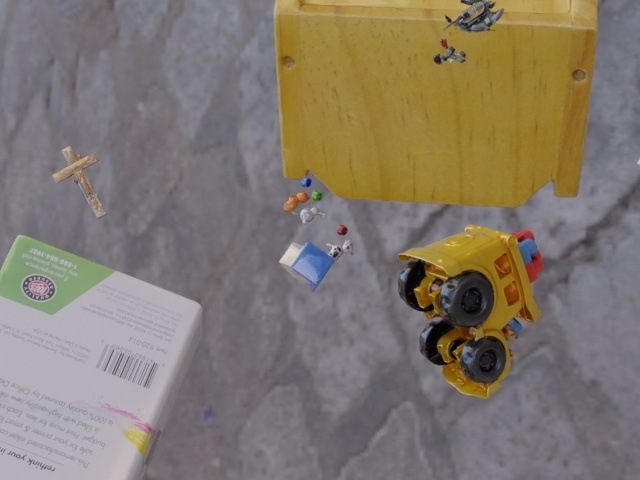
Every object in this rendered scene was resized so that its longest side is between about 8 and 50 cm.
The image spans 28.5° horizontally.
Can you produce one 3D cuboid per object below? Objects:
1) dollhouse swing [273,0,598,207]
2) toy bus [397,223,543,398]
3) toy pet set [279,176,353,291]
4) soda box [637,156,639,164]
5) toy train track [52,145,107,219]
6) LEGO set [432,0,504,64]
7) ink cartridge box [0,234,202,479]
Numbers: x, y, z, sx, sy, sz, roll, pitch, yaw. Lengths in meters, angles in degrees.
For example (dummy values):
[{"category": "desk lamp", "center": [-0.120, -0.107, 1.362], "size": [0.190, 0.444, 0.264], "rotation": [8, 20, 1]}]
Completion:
[{"category": "dollhouse swing", "center": [0.140, -0.258, 1.503], "size": [0.305, 0.347, 0.315], "rotation": [-79, -10, -52]}, {"category": "toy bus", "center": [0.242, 0.083, 1.800], "size": [0.149, 0.211, 0.220], "rotation": [16, 129, 61]}, {"category": "toy pet set", "center": [0.000, 0.000, 1.642], "size": [0.065, 0.122, 0.114], "rotation": [18, 67, 43]}, {"category": "soda box", "center": [0.412, -0.043, 1.198], "size": [0.216, 0.074, 0.069], "rotation": [46, 122, 34]}, {"category": "toy train track", "center": [-0.230, -0.055, 1.231], "size": [0.083, 0.048, 0.014], "rotation": [59, 174, 20]}, {"category": "LEGO set", "center": [0.118, -0.166, 0.987], "size": [0.083, 0.023, 0.054], "rotation": [-52, 36, -10]}, {"category": "ink cartridge box", "center": [-0.273, 0.199, 1.242], "size": [0.119, 0.207, 0.353], "rotation": [109, -177, -68]}]
